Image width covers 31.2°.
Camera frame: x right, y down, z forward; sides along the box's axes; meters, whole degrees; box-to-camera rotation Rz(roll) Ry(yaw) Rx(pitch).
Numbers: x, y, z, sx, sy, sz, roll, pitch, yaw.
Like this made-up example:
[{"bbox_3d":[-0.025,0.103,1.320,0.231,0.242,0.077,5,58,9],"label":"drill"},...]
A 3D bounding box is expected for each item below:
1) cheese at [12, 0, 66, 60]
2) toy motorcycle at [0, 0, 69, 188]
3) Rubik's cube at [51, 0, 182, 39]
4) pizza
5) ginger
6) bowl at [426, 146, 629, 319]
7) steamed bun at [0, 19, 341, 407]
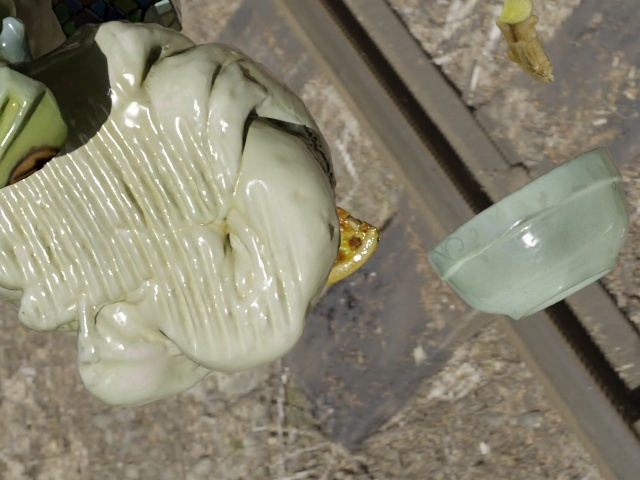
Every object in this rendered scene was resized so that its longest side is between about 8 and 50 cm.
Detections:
[{"bbox_3d":[-0.329,-0.143,1.206,0.115,0.326,0.318,2,110,34],"label":"cheese"},{"bbox_3d":[-0.293,-0.202,0.867,0.168,0.236,0.410,151,127,-64],"label":"toy motorcycle"},{"bbox_3d":[-0.196,-0.231,1.112,0.111,0.133,0.133,-17,75,6],"label":"Rubik's cube"},{"bbox_3d":[0.000,0.000,1.692,0.175,0.046,0.134,-35,71,20],"label":"pizza"},{"bbox_3d":[0.265,-0.265,1.505,0.057,0.137,0.044,-20,32,14],"label":"ginger"},{"bbox_3d":[0.319,0.007,1.668,0.307,0.307,0.163,-36,77,36],"label":"bowl"},{"bbox_3d":[-0.157,-0.031,1.077,0.352,0.247,0.339,-32,100,12],"label":"steamed bun"}]
